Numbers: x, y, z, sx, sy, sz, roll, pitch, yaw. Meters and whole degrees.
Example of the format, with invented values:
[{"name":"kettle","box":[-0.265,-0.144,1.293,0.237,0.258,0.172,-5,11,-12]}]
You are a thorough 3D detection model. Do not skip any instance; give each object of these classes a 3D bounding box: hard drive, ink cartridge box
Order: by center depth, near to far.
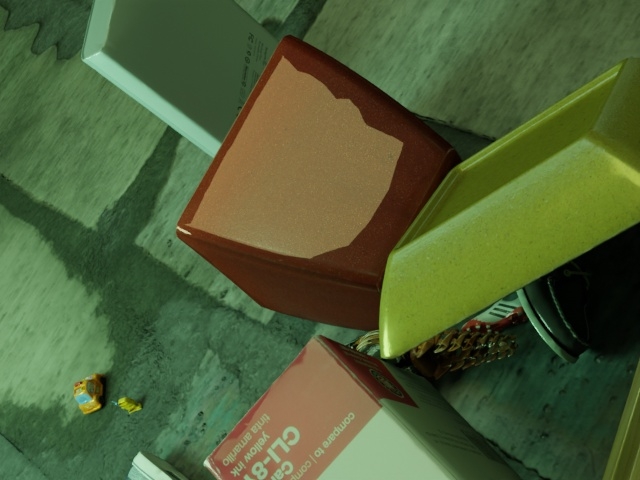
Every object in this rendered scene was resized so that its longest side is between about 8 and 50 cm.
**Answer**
[{"name":"ink cartridge box","box":[0.121,0.283,1.169,0.160,0.279,0.384,-48,63,5]},{"name":"hard drive","box":[-0.160,-0.242,1.805,0.047,0.353,0.233,-17,53,34]}]

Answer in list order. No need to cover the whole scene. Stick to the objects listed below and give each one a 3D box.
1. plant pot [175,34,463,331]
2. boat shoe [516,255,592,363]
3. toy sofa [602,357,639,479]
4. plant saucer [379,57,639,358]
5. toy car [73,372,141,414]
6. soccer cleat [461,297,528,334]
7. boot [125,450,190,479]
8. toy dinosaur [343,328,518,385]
[{"name":"plant pot","box":[0.040,-0.036,1.571,0.235,0.267,0.267,23,79,28]},{"name":"boat shoe","box":[0.249,0.030,1.458,0.068,0.081,0.228,-37,41,22]},{"name":"toy sofa","box":[0.371,0.123,1.189,0.150,0.177,0.363,15,87,58]},{"name":"plant saucer","box":[0.208,-0.054,1.311,0.333,0.081,0.333,-33,8,30]},{"name":"toy car","box":[-0.295,0.204,1.857,0.122,0.040,0.060,-9,57,38]},{"name":"soccer cleat","box":[0.196,0.084,1.512,0.083,0.029,0.036,-23,41,25]},{"name":"boot","box":[-0.188,0.334,1.663,0.190,0.069,0.086,25,88,56]},{"name":"toy dinosaur","box":[0.060,0.166,1.497,0.322,0.164,0.218,-48,20,38]}]
